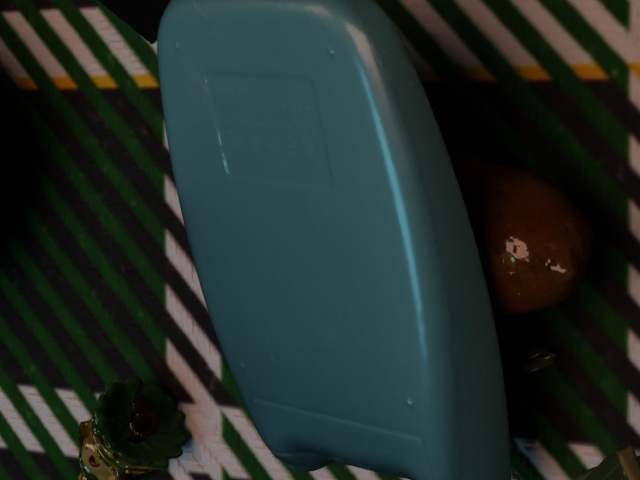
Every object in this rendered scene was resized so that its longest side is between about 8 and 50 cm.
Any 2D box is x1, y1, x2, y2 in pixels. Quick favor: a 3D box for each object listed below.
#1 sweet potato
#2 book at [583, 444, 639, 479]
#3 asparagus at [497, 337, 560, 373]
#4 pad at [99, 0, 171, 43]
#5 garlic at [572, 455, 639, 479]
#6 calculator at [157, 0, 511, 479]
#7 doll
[{"bbox_3d":[0.067,-0.022,1.246,0.291,0.097,0.097,20,105,41],"label":"sweet potato"},{"bbox_3d":[0.166,0.277,1.154,0.201,0.026,0.289,64,148,24],"label":"book"},{"bbox_3d":[0.111,0.074,1.261,0.108,0.025,0.021,10,89,34],"label":"asparagus"},{"bbox_3d":[-0.140,-0.239,1.312,0.170,0.006,0.245,40,149,-7],"label":"pad"},{"bbox_3d":[0.251,0.238,1.139,0.128,0.148,0.267,-25,71,-3],"label":"garlic"},{"bbox_3d":[0.000,0.000,1.219,0.256,0.054,0.386,8,117,47],"label":"calculator"},{"bbox_3d":[-0.145,0.158,1.438,0.113,0.076,0.078,117,151,-53],"label":"doll"}]
